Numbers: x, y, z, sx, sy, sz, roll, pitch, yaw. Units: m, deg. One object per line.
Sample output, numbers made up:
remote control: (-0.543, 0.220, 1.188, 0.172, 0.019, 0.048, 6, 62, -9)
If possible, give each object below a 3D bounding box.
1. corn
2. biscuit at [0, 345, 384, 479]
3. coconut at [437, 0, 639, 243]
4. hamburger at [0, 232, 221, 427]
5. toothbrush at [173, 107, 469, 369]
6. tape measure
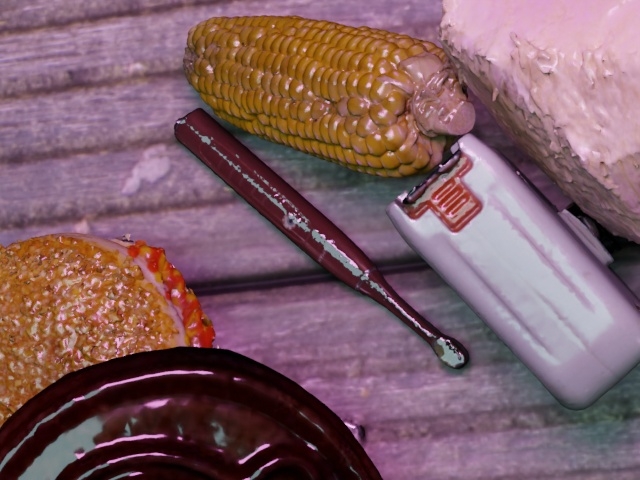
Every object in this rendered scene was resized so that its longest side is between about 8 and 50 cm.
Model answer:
corn: (0.002, -0.136, 1.707, 0.347, 0.130, 0.130, 16, 92, 45)
biscuit: (-0.125, 0.295, 1.639, 0.407, 0.091, 0.407, 0, 89, -7)
coconut: (0.333, -0.170, 1.572, 0.405, 0.404, 0.404, -1, 87, 14)
hamburger: (-0.232, 0.126, 1.775, 0.294, 0.179, 0.276, -18, 84, 13)
toothbrush: (0.000, 0.000, 1.795, 0.364, 0.041, 0.041, 42, 98, 12)
tape measure: (0.184, 0.018, 1.643, 0.125, 0.246, 0.243, -41, 90, 10)
